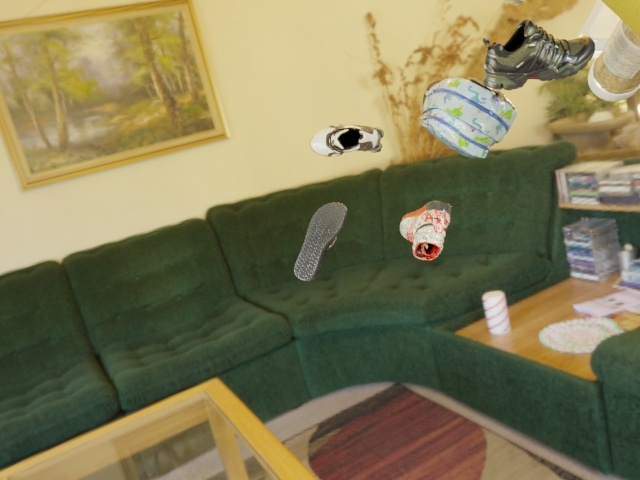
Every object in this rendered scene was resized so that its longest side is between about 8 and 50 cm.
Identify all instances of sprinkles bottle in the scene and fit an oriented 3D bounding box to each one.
[{"bbox_3d":[0.675,-0.417,1.189,0.121,0.121,0.355,-12,-11,10],"label":"sprinkles bottle"}]

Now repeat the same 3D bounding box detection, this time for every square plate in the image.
[{"bbox_3d":[0.973,-0.672,1.695,0.347,0.049,0.344,17,63,38],"label":"square plate"}]

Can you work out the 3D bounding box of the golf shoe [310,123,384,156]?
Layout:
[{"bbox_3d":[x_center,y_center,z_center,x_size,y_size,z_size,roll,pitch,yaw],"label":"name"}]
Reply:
[{"bbox_3d":[0.044,-0.236,1.285,0.198,0.077,0.094,0,2,37],"label":"golf shoe"}]

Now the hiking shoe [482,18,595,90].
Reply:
[{"bbox_3d":[0.422,-0.367,1.071,0.227,0.114,0.086,-18,36,-4],"label":"hiking shoe"}]

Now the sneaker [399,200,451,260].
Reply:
[{"bbox_3d":[0.287,-0.007,1.631,0.090,0.145,0.270,20,-20,-10],"label":"sneaker"}]

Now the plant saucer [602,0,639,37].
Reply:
[{"bbox_3d":[0.456,-0.442,0.659,0.333,0.333,0.081,-42,-32,27],"label":"plant saucer"}]

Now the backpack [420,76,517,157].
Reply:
[{"bbox_3d":[0.456,-0.380,1.726,0.273,0.290,0.355,-55,8,-5],"label":"backpack"}]

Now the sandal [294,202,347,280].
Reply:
[{"bbox_3d":[-0.001,0.000,1.662,0.097,0.254,0.054,31,6,26],"label":"sandal"}]

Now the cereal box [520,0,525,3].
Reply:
[{"bbox_3d":[0.486,-0.709,1.427,0.047,0.173,0.240,9,18,29],"label":"cereal box"}]
